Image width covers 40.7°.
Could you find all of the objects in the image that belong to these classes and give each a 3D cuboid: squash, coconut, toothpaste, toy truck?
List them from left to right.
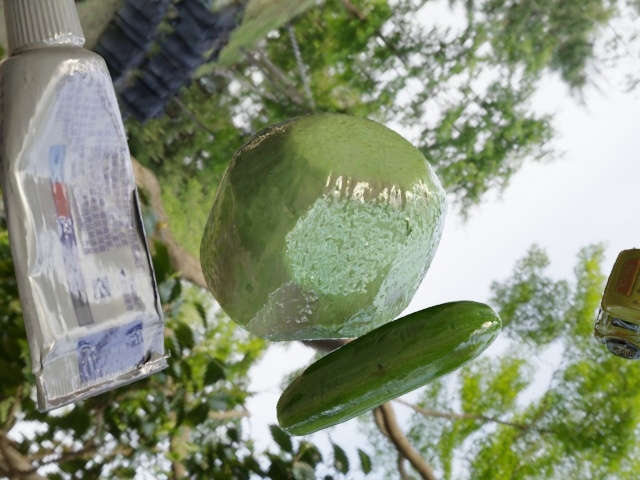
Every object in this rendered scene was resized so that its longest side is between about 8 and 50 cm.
[{"bbox_3d":[-0.162,-0.039,0.567,0.099,0.283,0.068,-10,-176,-25],"label":"toothpaste"},{"bbox_3d":[0.000,0.000,1.116,0.328,0.281,0.329,-29,148,-20],"label":"coconut"},{"bbox_3d":[0.067,0.145,0.981,0.292,0.082,0.082,-28,-160,15],"label":"squash"},{"bbox_3d":[0.717,0.145,1.579,0.405,0.254,0.181,17,-116,26],"label":"toy truck"}]
